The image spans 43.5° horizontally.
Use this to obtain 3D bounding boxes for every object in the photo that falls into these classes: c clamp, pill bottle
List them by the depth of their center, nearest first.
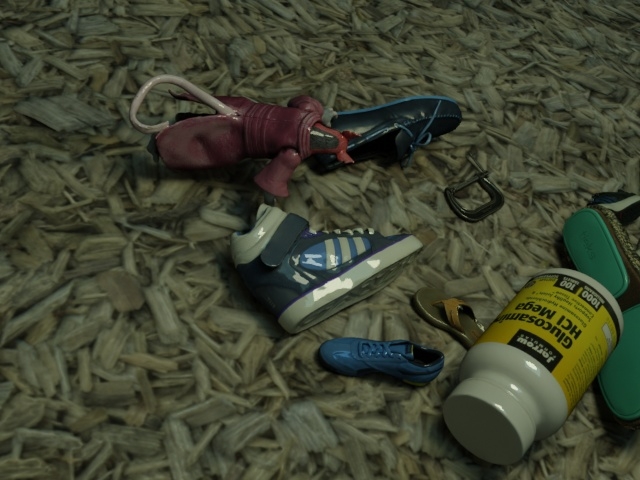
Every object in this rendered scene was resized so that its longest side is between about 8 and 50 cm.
[{"bbox_3d":[0.350,0.206,1.329,0.188,0.188,0.334,40,52,13],"label":"pill bottle"},{"bbox_3d":[0.317,-0.105,1.688,0.137,0.022,0.161,47,50,12],"label":"c clamp"}]

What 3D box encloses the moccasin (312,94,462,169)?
[{"bbox_3d":[0.138,-0.203,1.648,0.342,0.137,0.116,-15,62,-13],"label":"moccasin"}]

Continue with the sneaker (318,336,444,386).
[{"bbox_3d":[0.103,0.187,1.331,0.210,0.082,0.069,11,52,-9],"label":"sneaker"}]

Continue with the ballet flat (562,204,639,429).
[{"bbox_3d":[0.591,0.142,1.512,0.182,0.164,0.482,26,42,-30],"label":"ballet flat"}]

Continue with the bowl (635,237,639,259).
[{"bbox_3d":[0.687,0.044,1.631,0.080,0.170,0.170,-19,56,2],"label":"bowl"}]

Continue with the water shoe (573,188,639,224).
[{"bbox_3d":[0.606,-0.061,1.737,0.203,0.072,0.080,-11,31,-27],"label":"water shoe"}]

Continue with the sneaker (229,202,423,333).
[{"bbox_3d":[0.000,0.000,1.410,0.323,0.130,0.236,-27,70,-29],"label":"sneaker"}]

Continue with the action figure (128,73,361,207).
[{"bbox_3d":[-0.106,-0.210,1.441,0.370,0.275,0.248,6,63,20],"label":"action figure"}]

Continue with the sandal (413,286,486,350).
[{"bbox_3d":[0.250,0.140,1.442,0.180,0.049,0.072,39,50,13],"label":"sandal"}]
